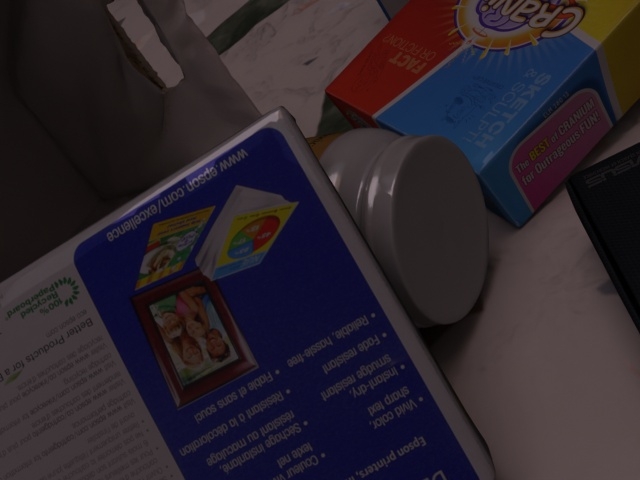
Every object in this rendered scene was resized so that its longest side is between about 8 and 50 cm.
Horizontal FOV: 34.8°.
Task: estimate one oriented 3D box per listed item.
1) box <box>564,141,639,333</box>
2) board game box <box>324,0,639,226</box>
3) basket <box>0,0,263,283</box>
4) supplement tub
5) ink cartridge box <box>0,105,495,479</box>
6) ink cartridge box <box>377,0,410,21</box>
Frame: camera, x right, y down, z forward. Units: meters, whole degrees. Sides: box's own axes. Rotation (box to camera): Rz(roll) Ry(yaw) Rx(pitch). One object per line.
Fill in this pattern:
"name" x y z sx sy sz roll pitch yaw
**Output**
"box" 0.275 -0.018 0.569 0.232 0.059 0.183 -27 36 14
"board game box" 0.179 -0.182 0.811 0.316 0.064 0.242 -47 35 -3
"basket" -0.260 -0.062 0.828 0.266 0.328 0.331 -7 39 43
"supplement tub" 0.000 0.000 0.710 0.199 0.144 0.144 -5 44 37
"ink cartridge box" -0.071 0.131 0.588 0.303 0.307 0.072 -31 -11 7
"ink cartridge box" 0.109 -0.331 1.020 0.082 0.140 0.191 -2 46 42
